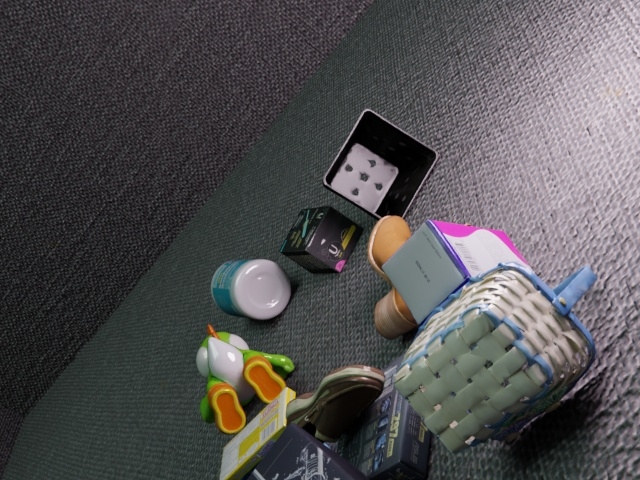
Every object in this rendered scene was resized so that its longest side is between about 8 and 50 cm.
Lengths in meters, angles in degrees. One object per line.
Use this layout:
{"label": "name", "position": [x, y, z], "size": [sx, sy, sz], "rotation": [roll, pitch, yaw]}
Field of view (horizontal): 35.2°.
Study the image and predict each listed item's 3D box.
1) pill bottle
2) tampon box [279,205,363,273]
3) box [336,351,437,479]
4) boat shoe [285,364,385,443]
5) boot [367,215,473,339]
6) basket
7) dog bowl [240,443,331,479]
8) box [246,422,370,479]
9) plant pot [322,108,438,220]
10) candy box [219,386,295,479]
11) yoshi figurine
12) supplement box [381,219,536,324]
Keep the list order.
{"label": "pill bottle", "position": [-0.183, 0.118, 2.491], "size": [0.146, 0.146, 0.264], "rotation": [-61, 20, -13]}
{"label": "tampon box", "position": [0.000, 0.000, 2.307], "size": [0.120, 0.101, 0.161], "rotation": [-62, 21, -13]}
{"label": "box", "position": [0.103, 0.309, 1.628], "size": [0.183, 0.059, 0.233], "rotation": [-42, 23, 38]}
{"label": "boat shoe", "position": [0.025, 0.286, 1.649], "size": [0.257, 0.095, 0.095], "rotation": [-45, 33, 52]}
{"label": "boot", "position": [0.184, 0.021, 1.815], "size": [0.220, 0.109, 0.283], "rotation": [-42, 26, 39]}
{"label": "basket", "position": [0.243, 0.150, 1.373], "size": [0.255, 0.201, 0.289], "rotation": [-45, -5, 34]}
{"label": "dog bowl", "position": [-0.070, 0.410, 1.861], "size": [0.166, 0.074, 0.297], "rotation": [-59, 19, -9]}
{"label": "box", "position": [-0.021, 0.477, 1.345], "size": [0.343, 0.179, 0.312], "rotation": [-52, 29, -6]}
{"label": "plant pot", "position": [0.111, -0.145, 2.176], "size": [0.187, 0.188, 0.167], "rotation": [-60, 8, -9]}
{"label": "candy box", "position": [-0.119, 0.373, 1.885], "size": [0.206, 0.027, 0.105], "rotation": [-46, 19, 26]}
{"label": "yoshi figurine", "position": [-0.174, 0.307, 2.154], "size": [0.362, 0.203, 0.203], "rotation": [-149, 73, -72]}
{"label": "supplement box", "position": [0.214, 0.052, 1.505], "size": [0.114, 0.220, 0.111], "rotation": [-48, 58, 28]}
